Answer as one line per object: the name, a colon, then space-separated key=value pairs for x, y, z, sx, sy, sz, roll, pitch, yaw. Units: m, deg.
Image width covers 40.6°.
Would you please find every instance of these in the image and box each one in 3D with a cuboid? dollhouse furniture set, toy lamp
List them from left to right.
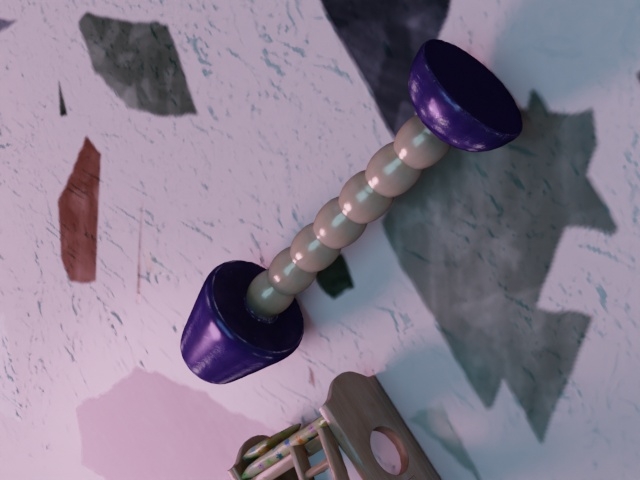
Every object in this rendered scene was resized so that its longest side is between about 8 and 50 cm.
dollhouse furniture set: x=-0.044 y=0.184 z=0.553 sx=0.182 sy=0.161 sz=0.101 roll=-41 pitch=77 yaw=34
toy lamp: x=0.000 y=0.000 z=0.529 sx=0.080 sy=0.080 sz=0.275 roll=52 pitch=125 yaw=14
